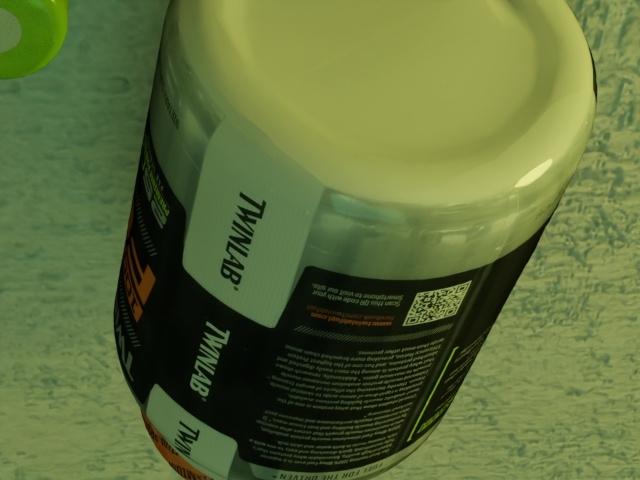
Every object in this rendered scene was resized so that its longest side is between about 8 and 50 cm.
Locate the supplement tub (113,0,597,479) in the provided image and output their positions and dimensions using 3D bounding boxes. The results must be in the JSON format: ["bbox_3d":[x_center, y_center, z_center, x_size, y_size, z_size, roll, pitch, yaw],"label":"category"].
[{"bbox_3d":[0.000,0.000,0.790,0.193,0.194,0.316,6,143,-10],"label":"supplement tub"}]

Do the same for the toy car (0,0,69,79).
[{"bbox_3d":[-0.141,-0.184,0.581,0.149,0.155,0.188,9,131,-14],"label":"toy car"}]
